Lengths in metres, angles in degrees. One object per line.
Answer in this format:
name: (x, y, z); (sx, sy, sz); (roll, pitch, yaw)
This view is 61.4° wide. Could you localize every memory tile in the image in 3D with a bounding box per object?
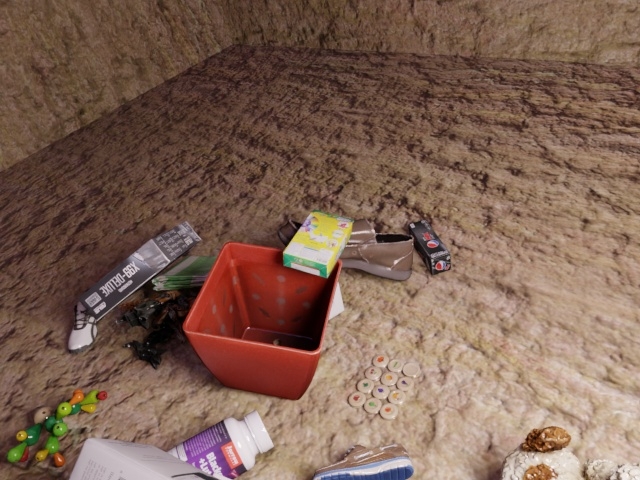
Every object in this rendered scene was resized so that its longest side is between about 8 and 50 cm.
memory tile: (0.136, 0.306, 1.141); (0.113, 0.012, 0.148); (13, 44, 32)

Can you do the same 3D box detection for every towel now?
towel: (-0.265, 0.073, 1.489); (0.325, 0.038, 0.248); (-6, 13, 12)

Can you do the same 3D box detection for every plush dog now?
plush dog: (0.384, 0.390, 0.808); (0.225, 0.262, 0.211); (23, 17, 28)

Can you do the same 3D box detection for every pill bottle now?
pill bottle: (-0.193, 0.411, 1.040); (0.194, 0.108, 0.108); (-26, 38, -14)

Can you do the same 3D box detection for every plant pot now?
plant pot: (-0.111, 0.191, 1.164); (0.267, 0.235, 0.267); (9, 41, 7)

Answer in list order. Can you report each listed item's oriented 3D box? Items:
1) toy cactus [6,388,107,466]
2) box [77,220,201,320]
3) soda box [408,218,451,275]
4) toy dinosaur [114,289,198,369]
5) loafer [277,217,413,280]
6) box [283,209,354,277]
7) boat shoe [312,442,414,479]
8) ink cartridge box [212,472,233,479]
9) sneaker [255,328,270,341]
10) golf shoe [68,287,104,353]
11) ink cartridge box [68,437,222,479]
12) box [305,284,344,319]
toy cactus: (-0.595, 0.410, 1.211); (0.181, 0.112, 0.219); (-3, 37, 47)
box: (-0.464, 0.068, 1.428); (0.242, 0.076, 0.307); (-37, 7, 7)
soda box: (0.287, 0.016, 1.425); (0.053, 0.060, 0.169); (-16, 36, -3)
toy dinosaur: (-0.391, 0.201, 1.389); (0.322, 0.164, 0.218); (-19, 15, 36)
loafer: (0.072, -0.004, 1.334); (0.366, 0.130, 0.134); (13, 17, -22)
box: (0.000, 0.000, 1.182); (0.105, 0.043, 0.179); (16, 43, 16)
boat shoe: (0.074, 0.415, 0.987); (0.183, 0.066, 0.066); (-6, 32, -5)
ink cartridge box: (-0.154, 0.485, 0.945); (0.143, 0.092, 0.090); (7, 43, 29)
sneaker: (-0.133, 0.225, 1.323); (0.037, 0.032, 0.083); (-1, 40, 19)
golf shoe: (-0.646, 0.216, 1.465); (0.077, 0.093, 0.198); (-9, 39, 6)
ink cartridge box: (-0.222, 0.504, 0.797); (0.395, 0.166, 0.285); (11, 73, 30)
box: (-0.033, 0.111, 1.354); (0.091, 0.130, 0.170); (-30, 39, -22)
